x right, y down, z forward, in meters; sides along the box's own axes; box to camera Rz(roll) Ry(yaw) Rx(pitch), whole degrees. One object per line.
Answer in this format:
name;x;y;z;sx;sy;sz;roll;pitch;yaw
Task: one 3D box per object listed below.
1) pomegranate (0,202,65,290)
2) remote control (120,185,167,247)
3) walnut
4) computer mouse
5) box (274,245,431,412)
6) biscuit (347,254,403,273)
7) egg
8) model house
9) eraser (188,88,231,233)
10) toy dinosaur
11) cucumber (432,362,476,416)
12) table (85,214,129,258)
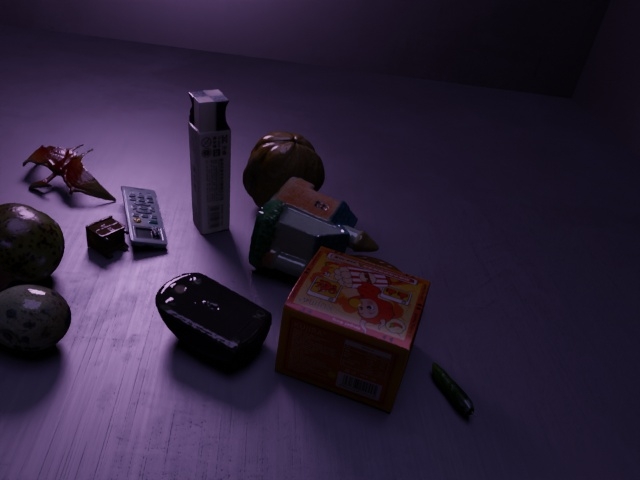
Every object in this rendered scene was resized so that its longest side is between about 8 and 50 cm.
pomegranate;-0.741;0.034;1.378;0.214;0.214;0.248;26;73;22
remote control;-0.522;-0.071;1.687;0.103;0.051;0.293;6;33;-29
walnut;-0.114;-0.211;1.811;0.282;0.283;0.228;1;51;-13
computer mouse;-0.254;0.185;1.333;0.269;0.100;0.170;28;41;16
box;0.077;0.189;1.319;0.283;0.214;0.260;18;36;11
biscuit;0.119;0.124;1.580;0.261;0.037;0.262;6;33;-4
egg;-0.628;0.163;1.228;0.181;0.141;0.141;7;33;-2
model house;0.000;0.000;1.600;0.324;0.194;0.267;20;33;10
eraser;-0.317;-0.217;1.642;0.098;0.404;0.096;-13;36;-27
toy dinosaur;-0.784;-0.210;1.805;0.326;0.113;0.207;5;58;11
cucumber;0.302;0.343;1.306;0.039;0.039;0.168;-8;36;-26
table;-0.574;-0.009;1.563;0.082;0.070;0.083;27;36;25
